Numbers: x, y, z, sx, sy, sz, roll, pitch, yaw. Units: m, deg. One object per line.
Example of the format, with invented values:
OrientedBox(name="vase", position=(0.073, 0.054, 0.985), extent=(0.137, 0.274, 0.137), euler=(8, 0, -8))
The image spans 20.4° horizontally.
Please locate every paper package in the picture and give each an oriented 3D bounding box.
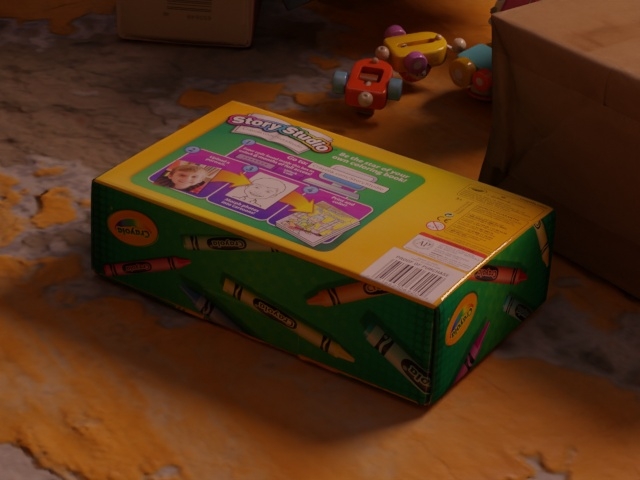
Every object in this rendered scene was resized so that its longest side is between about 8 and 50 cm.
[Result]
OrientedBox(name="paper package", position=(0.329, -0.083, 1.318), extent=(0.325, 0.168, 0.309), euler=(-21, 36, -34))

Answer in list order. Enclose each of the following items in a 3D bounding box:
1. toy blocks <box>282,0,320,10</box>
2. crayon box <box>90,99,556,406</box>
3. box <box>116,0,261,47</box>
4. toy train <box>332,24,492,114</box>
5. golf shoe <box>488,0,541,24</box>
OrientedBox(name="toy blocks", position=(0.078, -0.315, 1.657), extent=(0.261, 0.191, 0.381), euler=(-20, 8, 44))
OrientedBox(name="crayon box", position=(0.000, 0.000, 1.226), extent=(0.278, 0.081, 0.165), euler=(20, 34, 27))
OrientedBox(name="box", position=(-0.112, -0.294, 1.662), extent=(0.126, 0.149, 0.232), euler=(4, 30, 2))
OrientedBox(name="toy train", position=(0.096, -0.130, 1.506), extent=(0.166, 0.046, 0.125), euler=(6, 37, 4))
OrientedBox(name="golf shoe", position=(0.231, -0.187, 1.475), extent=(0.140, 0.115, 0.306), euler=(31, 13, 14))
